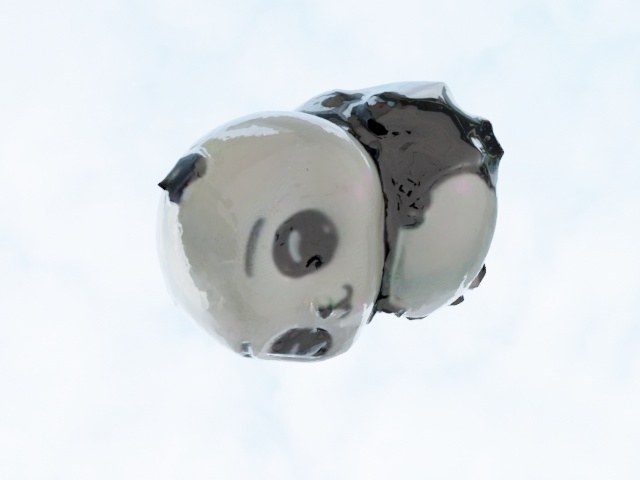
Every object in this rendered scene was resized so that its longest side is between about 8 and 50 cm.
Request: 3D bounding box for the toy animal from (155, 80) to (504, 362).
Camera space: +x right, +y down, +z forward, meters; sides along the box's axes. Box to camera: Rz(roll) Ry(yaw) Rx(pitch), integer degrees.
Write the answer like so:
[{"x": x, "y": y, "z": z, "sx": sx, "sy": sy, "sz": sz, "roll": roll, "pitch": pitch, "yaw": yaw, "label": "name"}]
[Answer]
[{"x": 0.000, "y": 0.000, "z": 0.707, "sx": 0.179, "sy": 0.138, "sz": 0.166, "roll": -21, "pitch": -48, "yaw": -35, "label": "toy animal"}]
